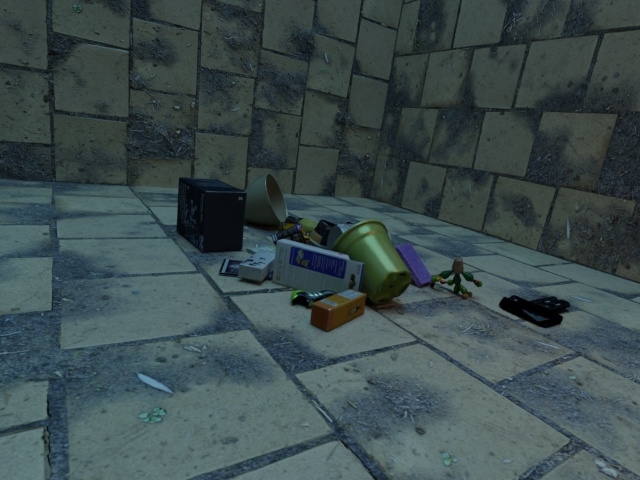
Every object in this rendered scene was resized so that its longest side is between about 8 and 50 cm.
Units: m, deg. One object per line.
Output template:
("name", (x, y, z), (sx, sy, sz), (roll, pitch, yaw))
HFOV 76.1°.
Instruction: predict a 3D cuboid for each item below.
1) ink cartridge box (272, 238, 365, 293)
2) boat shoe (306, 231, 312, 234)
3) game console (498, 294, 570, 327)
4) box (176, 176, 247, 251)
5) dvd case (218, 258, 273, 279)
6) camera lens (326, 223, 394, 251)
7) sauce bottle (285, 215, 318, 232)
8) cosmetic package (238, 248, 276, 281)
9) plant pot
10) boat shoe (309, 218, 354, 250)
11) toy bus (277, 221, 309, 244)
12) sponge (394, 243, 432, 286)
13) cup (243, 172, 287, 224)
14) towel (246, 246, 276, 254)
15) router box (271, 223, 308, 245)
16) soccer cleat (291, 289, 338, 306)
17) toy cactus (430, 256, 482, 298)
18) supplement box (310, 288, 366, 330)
("ink cartridge box", (-0.009, 0.120, 1.579), (0.371, 0.175, 0.069), (15, 15, 23))
("boat shoe", (-0.006, -0.001, 2.230), (0.095, 0.095, 0.257), (9, 8, 41))
("game console", (0.953, 0.288, 1.747), (0.361, 0.044, 0.213), (-2, 19, -34))
("box", (-0.556, -0.139, 2.049), (0.212, 0.293, 0.395), (-3, 17, -37))
("dvd case", (-0.306, 0.123, 1.723), (0.221, 0.018, 0.164), (7, 15, -8))
("camera lens", (0.193, 0.033, 1.949), (0.274, 0.219, 0.219), (2, 16, -24))
("sauce bottle", (-0.091, -0.077, 2.443), (0.111, 0.111, 0.344), (-4, 20, -40))
("cosmetic package", (-0.247, 0.098, 1.696), (0.099, 0.060, 0.239), (13, 15, 9))
("plant pot", (0.213, 0.102, 1.607), (0.276, 0.276, 0.254), (-2, 40, -34))
("boat shoe", (0.173, -0.007, 2.150), (0.500, 0.156, 0.187), (10, 20, -31))
("toy bus", (-0.145, -0.014, 2.122), (0.108, 0.130, 0.332), (5, 14, -17))
("sponge", (0.436, 0.112, 1.904), (0.117, 0.031, 0.210), (-9, 62, -47))
("cup", (-0.379, -0.231, 2.572), (0.237, 0.331, 0.331), (-16, 10, 12))
("towel", (-0.275, 0.050, 2.016), (0.113, 0.023, 0.152), (22, 19, 40))
("router box", (-0.134, 0.014, 1.870), (0.133, 0.179, 0.046), (-22, 56, -1))
("soccer cleat", (-0.018, 0.213, 1.468), (0.179, 0.060, 0.072), (2, 24, 1))
("toy cactus", (0.595, 0.161, 1.796), (0.219, 0.180, 0.112), (10, 34, 26))
("supplement box", (0.066, 0.231, 1.390), (0.080, 0.078, 0.233), (15, 15, 37))
